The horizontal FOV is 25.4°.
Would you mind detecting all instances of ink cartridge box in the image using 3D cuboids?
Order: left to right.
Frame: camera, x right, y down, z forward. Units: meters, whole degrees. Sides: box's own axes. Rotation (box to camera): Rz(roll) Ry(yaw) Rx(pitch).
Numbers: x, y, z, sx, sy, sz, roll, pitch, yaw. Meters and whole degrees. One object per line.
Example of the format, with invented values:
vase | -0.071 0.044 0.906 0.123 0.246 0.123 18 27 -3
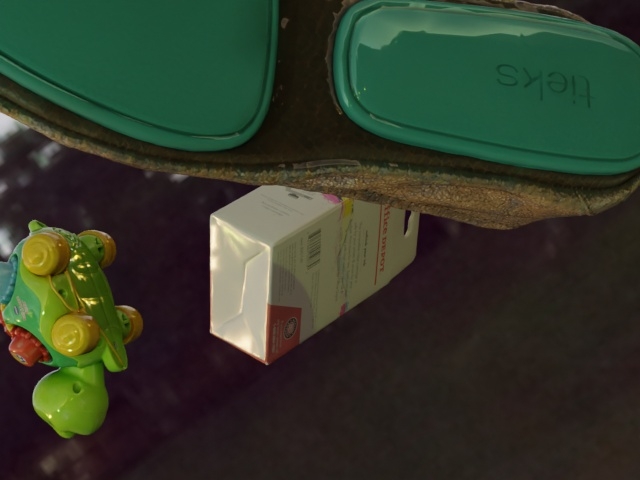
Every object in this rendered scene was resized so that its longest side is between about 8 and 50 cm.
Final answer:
ink cartridge box | 0.000 0.000 1.147 0.198 0.067 0.115 -31 -44 -42

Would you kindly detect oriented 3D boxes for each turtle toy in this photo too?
turtle toy | -0.152 0.051 0.836 0.066 0.130 0.095 -21 -5 13

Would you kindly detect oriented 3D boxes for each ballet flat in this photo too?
ballet flat | -0.025 -0.058 0.522 0.106 0.316 0.108 -24 54 63
